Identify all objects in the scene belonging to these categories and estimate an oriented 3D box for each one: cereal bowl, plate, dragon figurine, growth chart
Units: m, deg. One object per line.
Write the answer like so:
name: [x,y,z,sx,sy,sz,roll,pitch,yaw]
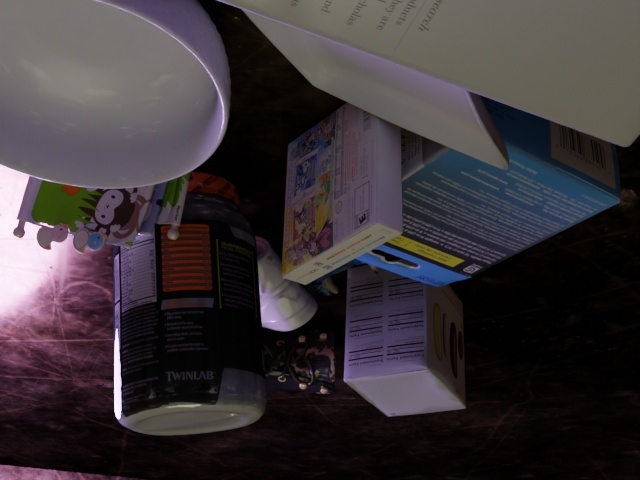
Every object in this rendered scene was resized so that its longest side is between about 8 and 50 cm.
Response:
cereal bowl: [-0.259,-0.202,1.002,0.338,0.141,0.339,3,151,2]
plate: [0.060,-0.182,0.952,0.278,0.045,0.277,28,176,26]
dragon figurine: [0.000,0.000,1.393,0.144,0.085,0.289,-12,149,24]
growth chart: [-0.287,-0.066,1.230,0.237,0.172,0.021,3,166,5]

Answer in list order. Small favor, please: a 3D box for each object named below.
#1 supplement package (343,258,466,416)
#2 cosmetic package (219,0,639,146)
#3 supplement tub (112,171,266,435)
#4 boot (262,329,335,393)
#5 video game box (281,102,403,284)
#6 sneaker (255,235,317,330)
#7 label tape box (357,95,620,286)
supplement package: [0.146,0.166,1.555,0.149,0.203,0.194,-11,148,24]
cosmetic package: [0.092,-0.263,0.747,0.453,0.230,0.161,15,135,-22]
supplement tub: [-0.186,0.089,1.289,0.207,0.338,0.207,-4,158,-2]
boot: [-0.114,0.223,1.696,0.284,0.138,0.377,0,168,2]
video game box: [0.025,-0.069,1.148,0.048,0.205,0.187,23,145,-34]
sneaker: [-0.150,0.059,1.519,0.292,0.108,0.169,-5,128,45]
label tape box: [0.182,-0.067,1.236,0.249,0.115,0.347,20,149,-27]
